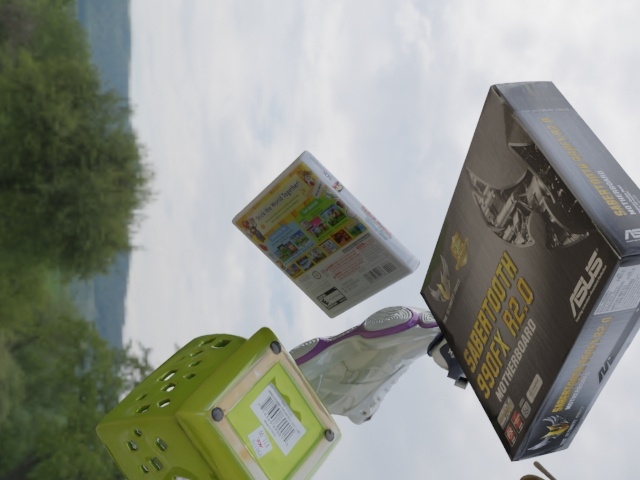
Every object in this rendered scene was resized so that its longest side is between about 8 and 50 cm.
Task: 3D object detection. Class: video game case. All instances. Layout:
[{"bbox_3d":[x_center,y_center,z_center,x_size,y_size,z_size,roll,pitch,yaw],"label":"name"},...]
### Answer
[{"bbox_3d":[0.000,0.000,1.270,0.206,0.026,0.227,44,-33,-6],"label":"video game case"}]

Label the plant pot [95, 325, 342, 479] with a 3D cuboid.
[{"bbox_3d":[-0.118,0.256,1.254,0.207,0.227,0.228,-23,-76,45],"label":"plant pot"}]

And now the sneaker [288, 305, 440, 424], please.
[{"bbox_3d":[0.084,0.199,1.479,0.152,0.305,0.114,61,27,-12],"label":"sneaker"}]

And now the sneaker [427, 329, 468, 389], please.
[{"bbox_3d":[0.207,0.107,1.241,0.153,0.094,0.235,-55,162,-37],"label":"sneaker"}]

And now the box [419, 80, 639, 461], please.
[{"bbox_3d":[0.158,0.025,0.709,0.231,0.056,0.183,103,-29,-44],"label":"box"}]

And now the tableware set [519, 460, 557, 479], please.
[{"bbox_3d":[0.402,0.475,1.577,0.194,0.039,0.128,41,-40,24],"label":"tableware set"}]
